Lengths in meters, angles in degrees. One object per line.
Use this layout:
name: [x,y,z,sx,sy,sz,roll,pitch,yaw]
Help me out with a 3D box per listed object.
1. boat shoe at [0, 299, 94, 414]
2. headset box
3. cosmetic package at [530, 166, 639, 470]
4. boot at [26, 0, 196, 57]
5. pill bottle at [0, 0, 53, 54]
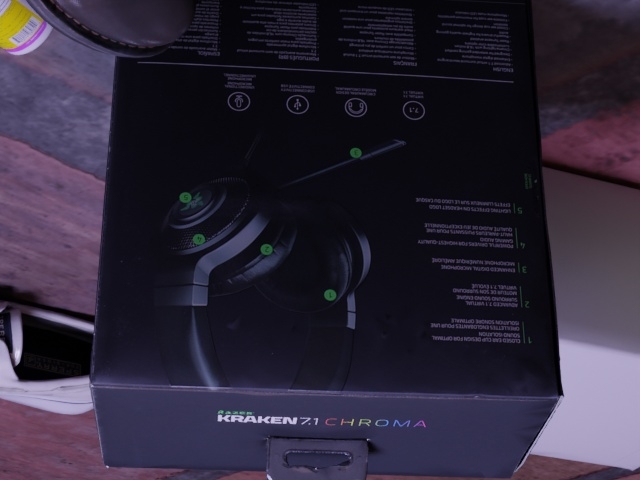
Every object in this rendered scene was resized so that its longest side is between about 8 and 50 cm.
boat shoe: [-0.278,0.090,1.204,0.268,0.096,0.088,18,143,-33]
headset box: [0.000,0.000,0.830,0.246,0.283,0.131,1,152,-5]
cosmetic package: [0.126,0.048,1.063,0.366,0.155,0.197,12,147,-20]
boot: [-0.043,-0.156,0.655,0.229,0.091,0.263,14,157,24]
pill bottle: [-0.191,-0.142,0.812,0.043,0.043,0.083,-17,148,28]
